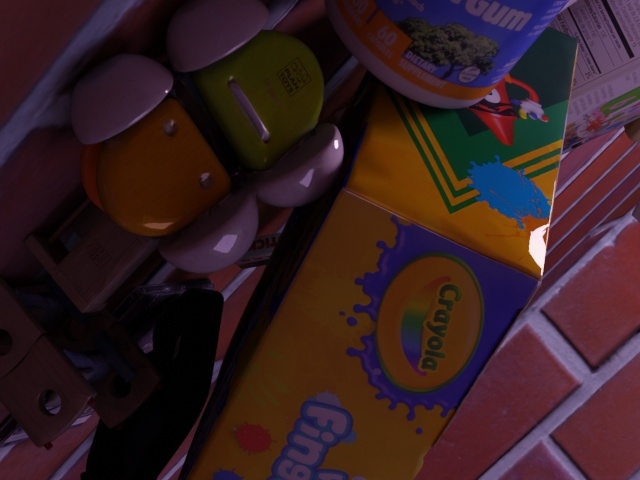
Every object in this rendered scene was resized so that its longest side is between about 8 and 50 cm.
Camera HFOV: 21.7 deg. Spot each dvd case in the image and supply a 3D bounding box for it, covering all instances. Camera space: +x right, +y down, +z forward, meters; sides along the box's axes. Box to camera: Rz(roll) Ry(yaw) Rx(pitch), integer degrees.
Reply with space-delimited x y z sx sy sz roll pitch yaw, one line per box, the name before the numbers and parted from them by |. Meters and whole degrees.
dvd case | -0.214 0.121 1.662 0.221 0.018 0.164 -45 167 16

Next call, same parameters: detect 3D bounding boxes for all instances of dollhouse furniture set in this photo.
dollhouse furniture set | -0.168 0.053 1.316 0.184 0.129 0.129 -45 167 17

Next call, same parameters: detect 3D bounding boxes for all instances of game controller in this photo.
game controller | -0.148 0.147 1.514 0.166 0.067 0.319 -45 -167 12

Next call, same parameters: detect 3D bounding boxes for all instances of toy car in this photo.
toy car | -0.086 -0.078 1.151 0.182 0.159 0.136 -38 -159 -14

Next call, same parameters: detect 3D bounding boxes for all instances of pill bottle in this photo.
pill bottle | 0.132 -0.235 1.180 0.152 0.152 0.272 -25 159 -51

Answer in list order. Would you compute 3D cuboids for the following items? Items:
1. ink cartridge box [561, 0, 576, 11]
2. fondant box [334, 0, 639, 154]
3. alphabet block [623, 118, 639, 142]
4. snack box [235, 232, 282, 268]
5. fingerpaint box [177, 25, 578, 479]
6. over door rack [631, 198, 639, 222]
ink cartridge box | 0.275 -0.317 1.449 0.219 0.092 0.160 -34 166 -25
fondant box | 0.199 -0.137 1.638 0.330 0.096 0.238 -25 169 9
alphabet block | 0.446 -0.223 1.823 0.192 0.193 0.197 11 142 -17
snack box | 0.000 0.000 1.672 0.178 0.022 0.064 -10 169 7
fingerpaint box | 0.031 0.056 1.385 0.371 0.163 0.445 -70 -173 -54
over door rack | 0.377 -0.158 1.954 0.324 0.239 0.108 -32 159 -37
